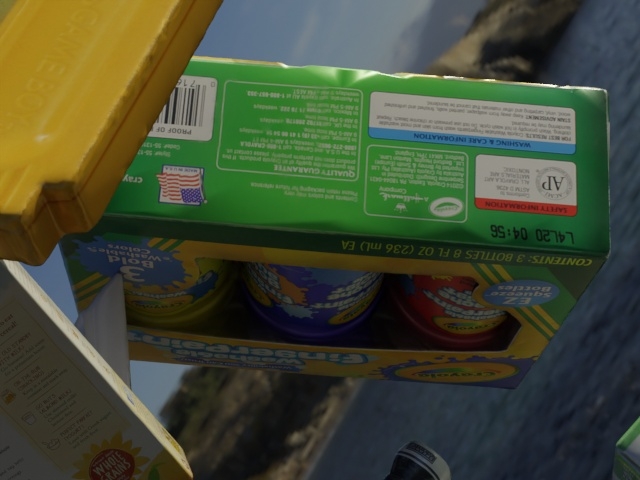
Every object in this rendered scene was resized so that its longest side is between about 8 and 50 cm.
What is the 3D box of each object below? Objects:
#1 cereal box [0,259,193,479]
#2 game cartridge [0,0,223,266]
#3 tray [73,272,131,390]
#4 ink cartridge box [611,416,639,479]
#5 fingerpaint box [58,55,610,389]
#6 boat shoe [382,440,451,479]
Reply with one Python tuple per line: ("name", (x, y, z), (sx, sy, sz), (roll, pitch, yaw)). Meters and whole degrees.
("cereal box", (-0.218, 0.119, 0.877), (0.173, 0.240, 0.047), (-35, 28, 0))
("game cartridge", (-0.230, -0.119, 0.780), (0.052, 0.324, 0.285), (74, -150, -46))
("tray", (-0.221, 0.159, 1.185), (0.270, 0.030, 0.145), (124, 147, -43))
("ink cartridge box", (0.339, 0.164, 1.092), (0.211, 0.121, 0.289), (-46, -22, -11))
("fingerpaint box", (0.000, 0.000, 1.247), (0.371, 0.445, 0.163), (102, 172, -67))
("boat shoe", (0.075, 0.255, 1.221), (0.083, 0.065, 0.183), (-46, -34, -24))
